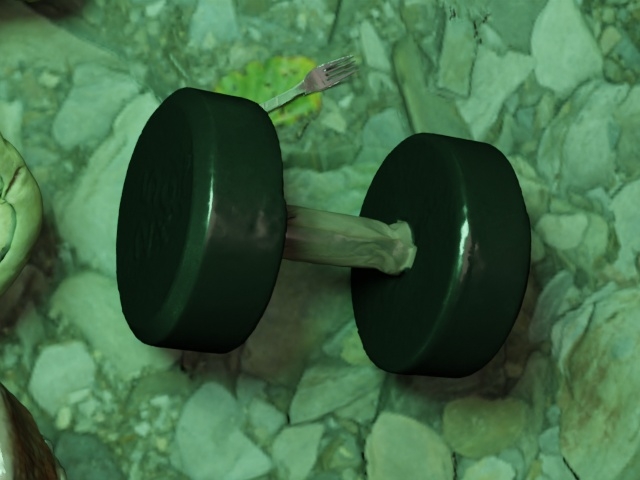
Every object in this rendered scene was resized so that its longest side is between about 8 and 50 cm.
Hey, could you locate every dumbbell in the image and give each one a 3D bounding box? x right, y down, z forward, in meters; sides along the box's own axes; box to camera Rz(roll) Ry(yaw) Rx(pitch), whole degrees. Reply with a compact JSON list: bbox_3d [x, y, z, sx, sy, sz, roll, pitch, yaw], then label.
[{"bbox_3d":[0.000,0.000,1.007,0.218,0.152,0.153,8,85,-24],"label":"dumbbell"}]

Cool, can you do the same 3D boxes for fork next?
[{"bbox_3d":[-0.026,-0.090,1.075,0.115,0.012,0.016,-29,96,-17],"label":"fork"}]

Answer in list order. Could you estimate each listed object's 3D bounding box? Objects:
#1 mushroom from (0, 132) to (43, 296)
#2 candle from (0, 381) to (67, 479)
[{"bbox_3d":[-0.227,-0.015,0.914,0.154,0.122,0.154,-6,105,-21],"label":"mushroom"},{"bbox_3d":[-0.264,0.197,0.815,0.317,0.131,0.287,-34,68,-8],"label":"candle"}]
